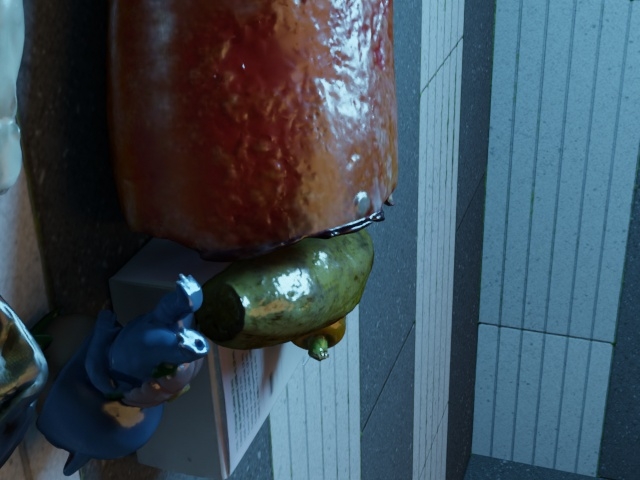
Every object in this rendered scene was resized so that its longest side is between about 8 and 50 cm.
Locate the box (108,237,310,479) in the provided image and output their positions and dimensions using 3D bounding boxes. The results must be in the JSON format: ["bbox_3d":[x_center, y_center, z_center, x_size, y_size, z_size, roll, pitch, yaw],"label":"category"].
[{"bbox_3d":[-0.091,0.071,0.977,0.251,0.106,0.203,-56,149,-57],"label":"box"}]

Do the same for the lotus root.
[{"bbox_3d":[-0.025,0.038,0.850,0.097,0.110,0.258,57,27,2],"label":"lotus root"}]

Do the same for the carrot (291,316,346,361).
[{"bbox_3d":[0.000,0.000,1.005,0.061,0.061,0.256,63,28,-61],"label":"carrot"}]

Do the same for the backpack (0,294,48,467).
[{"bbox_3d":[-0.251,0.095,0.390,0.206,0.133,0.258,52,52,-22],"label":"backpack"}]

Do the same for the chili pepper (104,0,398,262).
[{"bbox_3d":[-0.046,-0.152,0.806,0.229,0.252,0.305,-144,-126,-66],"label":"chili pepper"}]

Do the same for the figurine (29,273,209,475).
[{"bbox_3d":[-0.159,0.084,0.741,0.144,0.178,0.114,37,36,-21],"label":"figurine"}]

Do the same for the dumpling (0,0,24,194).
[{"bbox_3d":[-0.215,-0.113,0.505,0.136,0.118,0.199,-18,87,-56],"label":"dumpling"}]
